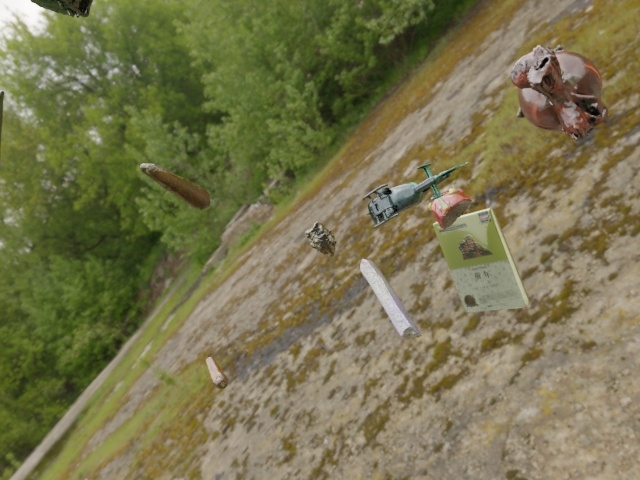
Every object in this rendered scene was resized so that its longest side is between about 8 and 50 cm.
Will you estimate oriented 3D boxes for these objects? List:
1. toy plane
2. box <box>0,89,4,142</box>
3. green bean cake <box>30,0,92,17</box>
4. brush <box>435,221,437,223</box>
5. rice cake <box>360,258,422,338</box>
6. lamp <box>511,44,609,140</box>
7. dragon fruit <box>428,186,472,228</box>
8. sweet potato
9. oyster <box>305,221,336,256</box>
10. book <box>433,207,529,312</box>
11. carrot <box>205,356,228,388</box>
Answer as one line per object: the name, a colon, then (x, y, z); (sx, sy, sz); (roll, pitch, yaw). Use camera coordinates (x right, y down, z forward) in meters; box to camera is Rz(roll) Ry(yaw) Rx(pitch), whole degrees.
toy plane: (0.148, -0.074, 0.944); (0.096, 0.060, 0.235); (-13, -11, -31)
box: (-0.758, -0.176, 1.155); (0.273, 0.143, 0.184); (-57, 33, 40)
green bean cake: (-0.611, -0.660, 1.247); (0.255, 0.132, 0.241); (-12, -62, -83)
brush: (0.540, -0.014, 2.205); (0.020, 0.085, 0.336); (-14, 21, -14)
rice cake: (0.254, 0.219, 2.109); (0.064, 0.070, 0.399); (-45, 48, 17)
lamp: (0.452, -0.291, 1.047); (0.151, 0.215, 0.223); (-51, 10, 7)
dragon fruit: (0.254, -0.071, 1.116); (0.083, 0.060, 0.056); (-49, 55, 26)
sweet potato: (-0.461, -0.175, 1.801); (0.075, 0.273, 0.075); (-22, 54, 33)
oyster: (0.009, 0.004, 2.105); (0.103, 0.148, 0.051); (-40, 20, 23)
book: (0.536, 0.080, 1.878); (0.239, 0.352, 0.035); (-17, 9, 47)
carrot: (-0.213, 0.271, 1.133); (0.032, 0.032, 0.093); (-45, 35, -5)
